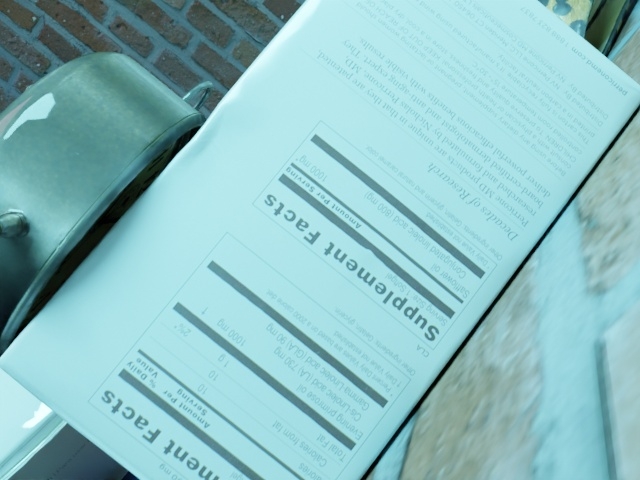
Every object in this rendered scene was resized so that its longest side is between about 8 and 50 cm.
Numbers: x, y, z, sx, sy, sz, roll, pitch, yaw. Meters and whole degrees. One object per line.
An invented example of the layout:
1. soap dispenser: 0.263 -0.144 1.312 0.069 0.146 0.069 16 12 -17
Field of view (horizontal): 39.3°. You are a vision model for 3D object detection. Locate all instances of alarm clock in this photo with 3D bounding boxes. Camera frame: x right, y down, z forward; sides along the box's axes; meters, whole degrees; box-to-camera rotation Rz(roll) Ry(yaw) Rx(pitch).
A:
1. alarm clock: -0.101 -0.027 0.390 0.129 0.064 0.192 -50 -1 40

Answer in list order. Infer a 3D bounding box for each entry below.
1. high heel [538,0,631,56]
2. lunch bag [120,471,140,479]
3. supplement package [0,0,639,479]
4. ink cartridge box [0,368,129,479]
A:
1. high heel: 0.214 -0.193 0.557 0.261 0.093 0.186 -34 34 15
2. lunch bag: -0.114 0.198 0.570 0.098 0.065 0.067 -50 16 -1
3. supplement package: 0.000 0.000 0.405 0.244 0.134 0.139 -51 2 -9
4. ink cartridge box: -0.210 0.124 0.663 0.117 0.207 0.283 -45 -26 -18
